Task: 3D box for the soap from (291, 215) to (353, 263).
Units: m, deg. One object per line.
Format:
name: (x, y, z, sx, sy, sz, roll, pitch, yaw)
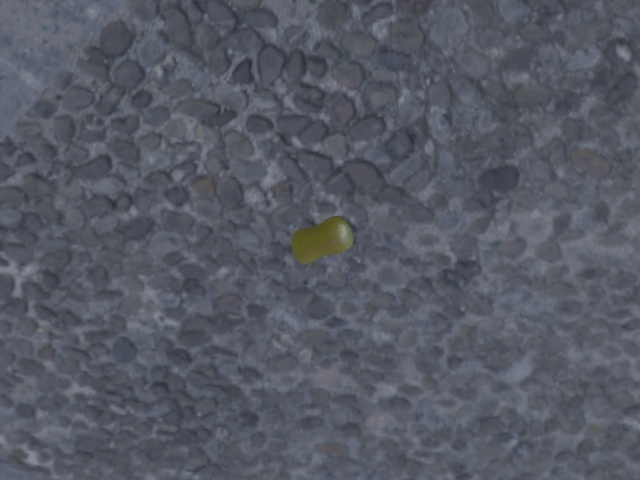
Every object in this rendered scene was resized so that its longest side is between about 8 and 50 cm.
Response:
soap: (0.000, 0.000, 0.791, 0.012, 0.034, 0.089, -18, 178, -38)
